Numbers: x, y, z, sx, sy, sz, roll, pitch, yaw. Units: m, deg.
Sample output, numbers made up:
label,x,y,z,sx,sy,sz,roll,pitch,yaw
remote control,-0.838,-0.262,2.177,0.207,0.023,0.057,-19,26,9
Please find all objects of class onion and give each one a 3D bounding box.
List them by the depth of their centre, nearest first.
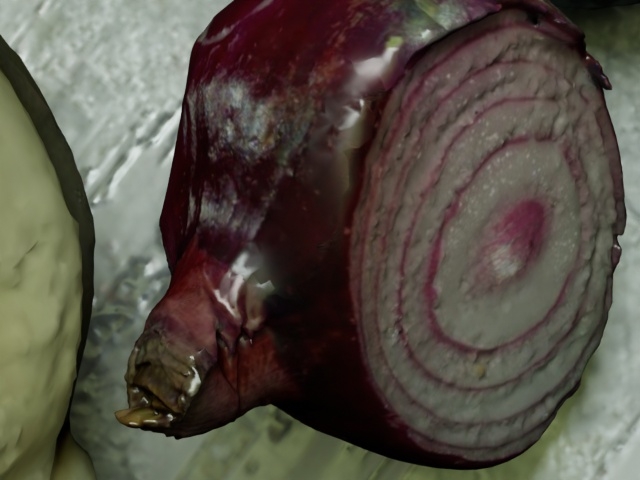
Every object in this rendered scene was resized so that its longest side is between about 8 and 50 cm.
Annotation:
label,x,y,z,sx,sy,sz,roll,pitch,yaw
onion,0.000,0.000,0.567,0.140,0.195,0.218,27,49,37

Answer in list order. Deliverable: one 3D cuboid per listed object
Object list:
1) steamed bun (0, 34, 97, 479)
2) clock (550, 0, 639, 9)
label,x,y,z,sx,sy,sz,roll,pitch,yaw
steamed bun,-0.208,0.105,0.476,0.230,0.325,0.372,10,118,32
clock,0.101,-0.247,0.606,0.313,0.061,0.312,2,86,-24
